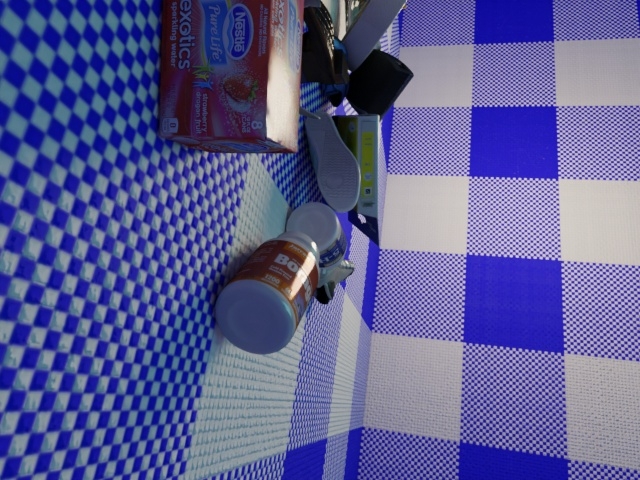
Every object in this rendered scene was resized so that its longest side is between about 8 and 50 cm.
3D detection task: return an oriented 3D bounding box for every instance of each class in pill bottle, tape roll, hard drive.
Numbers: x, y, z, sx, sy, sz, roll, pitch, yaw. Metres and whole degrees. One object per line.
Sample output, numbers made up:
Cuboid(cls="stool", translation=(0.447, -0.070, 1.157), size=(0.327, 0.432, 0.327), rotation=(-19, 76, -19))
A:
Cuboid(cls="pill bottle", translation=(-0.070, 0.068, 0.723), size=(0.216, 0.121, 0.121), rotation=(-61, 151, -61))
Cuboid(cls="pill bottle", translation=(0.000, 0.000, 1.010), size=(0.187, 0.111, 0.112), rotation=(56, 39, -67))
Cuboid(cls="tape roll", translation=(0.165, -0.617, 1.157), size=(0.392, 0.071, 0.392), rotation=(-54, -167, 18))
Cuboid(cls="hard drive", translation=(0.137, -0.417, 1.207), size=(0.172, 0.054, 0.255), rotation=(-52, -149, 21))

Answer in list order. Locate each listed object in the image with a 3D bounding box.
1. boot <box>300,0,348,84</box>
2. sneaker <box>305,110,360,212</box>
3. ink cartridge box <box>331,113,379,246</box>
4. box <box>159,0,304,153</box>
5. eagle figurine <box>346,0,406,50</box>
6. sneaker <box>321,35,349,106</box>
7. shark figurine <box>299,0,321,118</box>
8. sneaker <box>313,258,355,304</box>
Cuboid(cls="boot", translation=(-0.022, -0.366, 0.871), size=(0.219, 0.106, 0.082), rotation=(47, 43, -64))
Cuboid(cls="sneaker", translation=(0.036, -0.151, 1.036), size=(0.151, 0.094, 0.256), rotation=(71, 4, -64))
Cuboid(cls="ink cartridge box", translation=(0.082, -0.169, 1.187), size=(0.303, 0.072, 0.308), rotation=(-128, -143, -72))
Cuboid(cls="box", translation=(-0.095, -0.234, 0.525), size=(0.122, 0.128, 0.257), rotation=(-9, 102, -76))
Cuboid(cls="eagle figurine", translation=(0.162, -0.759, 1.431), size=(0.226, 0.225, 0.298), rotation=(-19, 155, -34))
Cuboid(cls="sneaker", translation=(0.031, -0.413, 1.126), size=(0.209, 0.069, 0.082), rotation=(60, 39, -66))
Cuboid(cls="shark figurine", translation=(-0.051, -0.338, 0.722), size=(0.166, 0.116, 0.279), rotation=(-39, 129, -70))
Cuboid(cls="sneaker", translation=(0.025, 0.109, 1.237), size=(0.228, 0.086, 0.132), rotation=(27, 72, -64))
